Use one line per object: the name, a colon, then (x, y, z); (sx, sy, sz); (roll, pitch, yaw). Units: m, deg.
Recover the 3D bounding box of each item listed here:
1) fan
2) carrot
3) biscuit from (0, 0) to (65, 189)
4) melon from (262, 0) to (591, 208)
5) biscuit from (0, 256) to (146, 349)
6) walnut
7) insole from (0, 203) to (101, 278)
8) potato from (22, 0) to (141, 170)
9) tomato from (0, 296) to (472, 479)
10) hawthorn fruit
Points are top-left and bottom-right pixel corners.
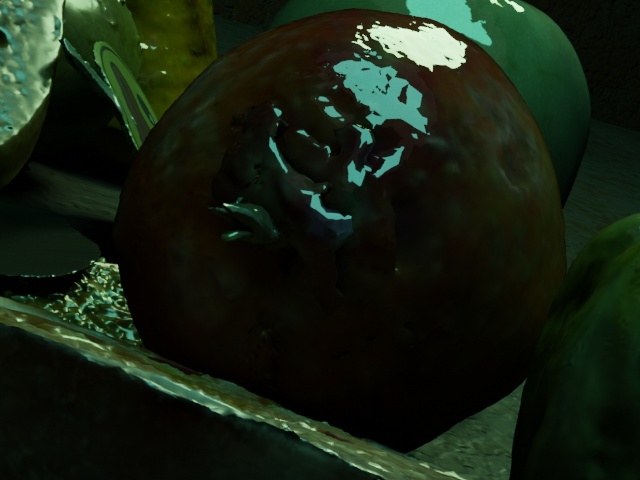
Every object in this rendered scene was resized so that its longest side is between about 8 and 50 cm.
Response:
fan: (-0.148, -0.085, 1.552); (0.230, 0.011, 0.335); (65, 5, 25)
carrot: (-0.223, -0.201, 1.923); (0.241, 0.341, 0.241); (-5, -7, -1)
biscuit: (-0.353, -0.191, 1.391); (0.350, 0.070, 0.394); (29, 38, -16)
melon: (0.054, -0.066, 1.328); (0.271, 0.308, 0.272); (24, -10, 5)
biscuit: (-0.091, 0.073, 1.312); (0.305, 0.038, 0.305); (18, 12, -4)
walnut: (0.221, 0.121, 1.016); (0.283, 0.283, 0.227); (13, 0, -25)
insole: (-0.225, -0.002, 1.409); (0.111, 0.007, 0.328); (4, 9, -12)
potato: (-0.322, -0.180, 1.640); (0.359, 0.219, 0.270); (20, 51, -32)
tomato: (-0.053, 0.134, 0.840); (0.338, 0.144, 0.338); (23, -2, 1)
hawthorn fruit: (0.000, 0.000, 1.066); (0.276, 0.276, 0.307); (22, 9, 14)
